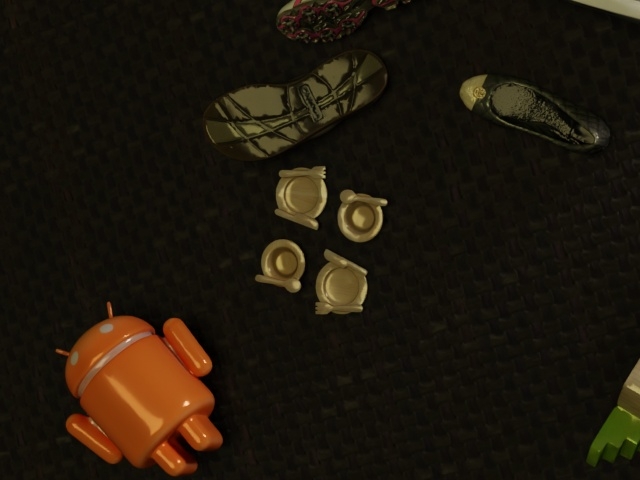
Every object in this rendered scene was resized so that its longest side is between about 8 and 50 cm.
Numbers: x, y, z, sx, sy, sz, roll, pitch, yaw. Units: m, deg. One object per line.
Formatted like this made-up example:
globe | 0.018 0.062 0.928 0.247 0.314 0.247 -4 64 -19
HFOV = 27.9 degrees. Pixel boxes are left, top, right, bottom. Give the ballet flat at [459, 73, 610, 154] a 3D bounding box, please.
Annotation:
ballet flat | 0.229 -0.140 1.378 0.173 0.049 0.057 22 98 20

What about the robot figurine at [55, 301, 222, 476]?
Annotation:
robot figurine | -0.214 0.180 1.517 0.219 0.128 0.158 47 131 14

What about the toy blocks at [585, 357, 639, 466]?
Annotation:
toy blocks | 0.459 0.106 1.191 0.261 0.190 0.381 30 68 19

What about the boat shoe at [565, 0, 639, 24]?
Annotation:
boat shoe | 0.321 -0.267 1.330 0.229 0.080 0.076 24 101 27

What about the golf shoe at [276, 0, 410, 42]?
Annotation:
golf shoe | 0.032 -0.285 1.454 0.186 0.067 0.086 -21 52 25

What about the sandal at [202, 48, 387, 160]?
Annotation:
sandal | -0.026 -0.155 1.479 0.219 0.060 0.090 -25 88 6

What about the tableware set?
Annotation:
tableware set | 0.000 0.000 1.487 0.141 0.020 0.168 16 96 20
